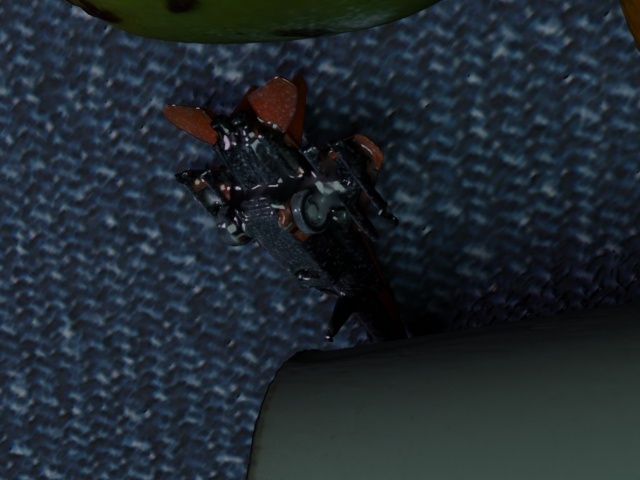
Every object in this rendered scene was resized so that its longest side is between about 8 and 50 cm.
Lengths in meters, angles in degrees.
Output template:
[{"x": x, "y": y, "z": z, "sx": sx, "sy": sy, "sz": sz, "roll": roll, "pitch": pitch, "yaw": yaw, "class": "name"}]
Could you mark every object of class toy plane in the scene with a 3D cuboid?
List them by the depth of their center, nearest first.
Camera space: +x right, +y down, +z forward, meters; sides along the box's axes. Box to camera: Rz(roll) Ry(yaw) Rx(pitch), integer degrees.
[{"x": -0.002, "y": 0.002, "z": 0.729, "sx": 0.130, "sy": 0.061, "sz": 0.189, "roll": -10, "pitch": 117, "yaw": 40, "class": "toy plane"}]

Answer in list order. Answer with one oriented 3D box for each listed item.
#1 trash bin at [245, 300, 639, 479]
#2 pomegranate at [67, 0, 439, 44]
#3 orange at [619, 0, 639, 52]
[{"x": 0.208, "y": 0.145, "z": 0.638, "sx": 0.432, "sy": 0.280, "sz": 0.280, "roll": -7, "pitch": 113, "yaw": 16, "class": "trash bin"}, {"x": -0.015, "y": -0.192, "z": 0.498, "sx": 0.291, "sy": 0.323, "sz": 0.290, "roll": 2, "pitch": 108, "yaw": 6, "class": "pomegranate"}, {"x": 0.221, "y": -0.147, "z": 0.540, "sx": 0.237, "sy": 0.179, "sz": 0.158, "roll": -1, "pitch": 112, "yaw": 43, "class": "orange"}]
